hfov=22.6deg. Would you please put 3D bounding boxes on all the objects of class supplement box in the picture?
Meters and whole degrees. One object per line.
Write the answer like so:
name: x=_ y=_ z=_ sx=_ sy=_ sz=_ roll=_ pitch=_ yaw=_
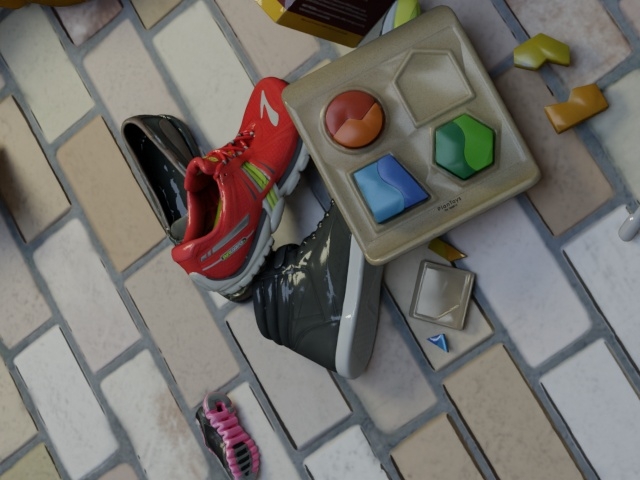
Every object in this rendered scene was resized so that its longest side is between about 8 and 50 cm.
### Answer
supplement box: x=0.018 y=-0.340 z=1.786 sx=0.194 sy=0.191 sz=0.129 roll=-48 pitch=68 yaw=18

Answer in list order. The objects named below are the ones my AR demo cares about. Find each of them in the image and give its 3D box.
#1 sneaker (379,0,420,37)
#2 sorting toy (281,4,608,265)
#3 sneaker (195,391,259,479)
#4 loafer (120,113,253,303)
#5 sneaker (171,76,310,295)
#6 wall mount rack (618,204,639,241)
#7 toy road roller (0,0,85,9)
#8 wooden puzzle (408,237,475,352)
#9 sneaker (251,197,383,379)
sneaker: x=0.123 y=-0.175 z=1.794 sx=0.094 sy=0.081 sz=0.208 roll=-8 pitch=89 yaw=19
sorting toy: x=0.138 y=-0.138 z=1.727 sx=0.307 sy=0.041 sz=0.229 roll=-28 pitch=80 yaw=2
sneaker: x=-0.115 y=0.243 z=1.917 sx=0.057 sy=0.047 sz=0.119 roll=-39 pitch=69 yaw=44
loafer: x=-0.163 y=-0.038 z=1.926 sx=0.096 sy=0.084 sz=0.267 roll=-39 pitch=71 yaw=20
sneaker: x=-0.094 y=-0.078 z=1.833 sx=0.107 sy=0.118 sz=0.279 roll=-12 pitch=54 yaw=48
wall mount rack: x=0.461 y=-0.033 z=1.582 sx=0.304 sy=0.130 sz=0.350 roll=-43 pitch=69 yaw=15
toy road roller: x=-0.412 y=-0.345 z=2.014 sx=0.241 sy=0.202 sz=0.329 roll=37 pitch=103 yaw=13
wooden puzzle: x=0.138 y=0.061 z=1.804 sx=0.079 sy=0.014 sz=0.116 roll=23 pitch=98 yaw=31
sneaker: x=0.000 y=0.000 z=1.826 sx=0.147 sy=0.104 sz=0.295 roll=13 pitch=98 yaw=23
